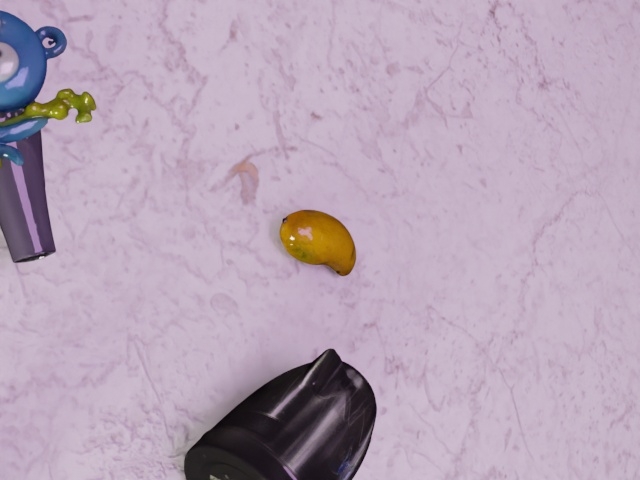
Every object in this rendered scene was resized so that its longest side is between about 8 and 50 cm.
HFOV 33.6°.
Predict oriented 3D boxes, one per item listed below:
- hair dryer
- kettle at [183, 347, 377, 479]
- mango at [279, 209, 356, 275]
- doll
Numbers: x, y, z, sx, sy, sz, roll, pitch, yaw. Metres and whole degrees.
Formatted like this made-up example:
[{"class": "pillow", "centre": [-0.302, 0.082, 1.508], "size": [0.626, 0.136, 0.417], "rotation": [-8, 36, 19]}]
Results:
[{"class": "hair dryer", "centre": [-0.546, -0.093, 1.440], "size": [0.361, 0.121, 0.301], "rotation": [-14, 86, -29]}, {"class": "kettle", "centre": [-0.029, 0.359, 1.756], "size": [0.324, 0.228, 0.320], "rotation": [-41, 137, -40]}, {"class": "mango", "centre": [0.000, 0.000, 1.894], "size": [0.190, 0.075, 0.098], "rotation": [27, 83, -39]}, {"class": "doll", "centre": [-0.501, -0.234, 1.391], "size": [0.341, 0.098, 0.346], "rotation": [-19, 67, -21]}]
